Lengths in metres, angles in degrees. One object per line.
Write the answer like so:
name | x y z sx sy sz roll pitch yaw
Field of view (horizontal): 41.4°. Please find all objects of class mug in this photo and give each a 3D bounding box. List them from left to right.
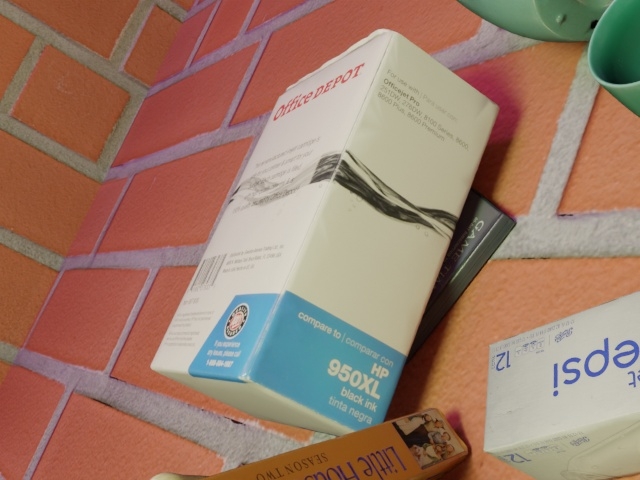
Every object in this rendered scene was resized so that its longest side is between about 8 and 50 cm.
mug | 0.309 -0.151 0.724 0.129 0.097 0.157 -15 52 54

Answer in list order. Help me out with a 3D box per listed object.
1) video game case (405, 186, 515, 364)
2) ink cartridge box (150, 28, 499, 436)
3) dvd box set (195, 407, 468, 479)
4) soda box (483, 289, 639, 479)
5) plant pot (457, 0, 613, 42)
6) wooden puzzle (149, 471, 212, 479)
video game case | 0.103 0.000 1.009 0.196 0.026 0.274 -54 28 10
ink cartridge box | 0.000 0.000 0.951 0.285 0.166 0.395 -11 52 62
dvd box set | -0.092 0.268 0.683 0.307 0.420 0.062 -45 65 27
soda box | 0.250 0.093 0.588 0.286 0.091 0.098 -31 37 43
plant pot | 0.237 -0.338 0.849 0.293 0.293 0.235 -47 44 23
wooden puzzle | -0.149 0.355 0.894 0.044 0.239 0.221 23 82 26
